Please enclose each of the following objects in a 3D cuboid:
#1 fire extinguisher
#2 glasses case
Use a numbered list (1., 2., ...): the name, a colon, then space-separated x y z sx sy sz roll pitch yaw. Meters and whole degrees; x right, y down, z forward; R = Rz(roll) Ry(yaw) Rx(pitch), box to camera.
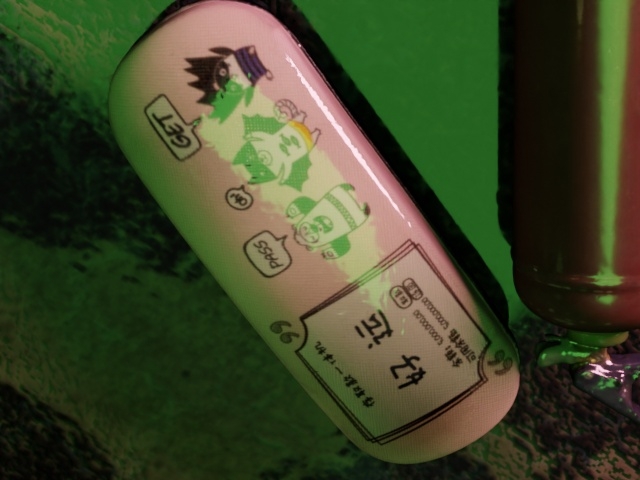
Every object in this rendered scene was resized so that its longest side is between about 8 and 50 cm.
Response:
1. fire extinguisher: 0.176 -0.038 0.744 0.138 0.102 0.344 -3 110 1
2. glasses case: 0.000 0.000 0.778 0.122 0.075 0.314 -32 106 16
